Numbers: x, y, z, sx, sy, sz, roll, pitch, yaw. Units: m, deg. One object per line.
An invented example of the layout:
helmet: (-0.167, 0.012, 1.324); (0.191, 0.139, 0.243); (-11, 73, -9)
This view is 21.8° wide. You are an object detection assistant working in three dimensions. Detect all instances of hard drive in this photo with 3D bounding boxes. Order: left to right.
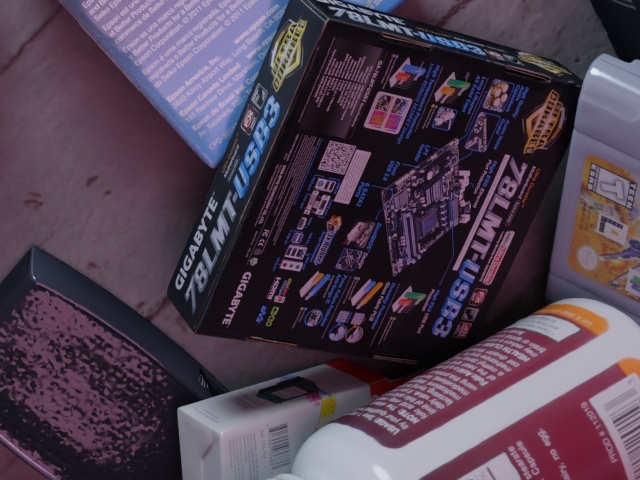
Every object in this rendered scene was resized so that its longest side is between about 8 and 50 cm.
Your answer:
hard drive: (-0.208, 0.143, 1.501); (0.254, 0.054, 0.172); (40, 95, -18)

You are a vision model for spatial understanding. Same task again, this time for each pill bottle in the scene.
pill bottle: (0.116, 0.224, 1.420); (0.392, 0.224, 0.224); (-25, 110, -26)

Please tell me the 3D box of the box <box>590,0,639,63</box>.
box: (0.420, -0.245, 1.446); (0.343, 0.179, 0.312); (-31, 110, 0)

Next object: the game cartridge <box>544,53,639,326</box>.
game cartridge: (0.301, -0.005, 1.437); (0.062, 0.198, 0.297); (-40, 148, -33)

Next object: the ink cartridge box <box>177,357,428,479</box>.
ink cartridge box: (-0.009, 0.194, 1.516); (0.231, 0.078, 0.134); (-14, 110, -33)

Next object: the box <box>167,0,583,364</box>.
box: (0.054, -0.040, 1.424); (0.293, 0.073, 0.295); (9, 115, -35)

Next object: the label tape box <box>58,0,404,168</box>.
label tape box: (-0.114, -0.271, 1.375); (0.249, 0.115, 0.348); (-41, 106, 2)
